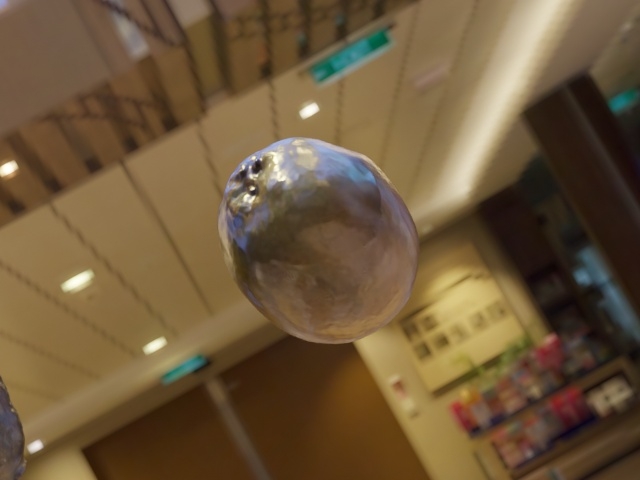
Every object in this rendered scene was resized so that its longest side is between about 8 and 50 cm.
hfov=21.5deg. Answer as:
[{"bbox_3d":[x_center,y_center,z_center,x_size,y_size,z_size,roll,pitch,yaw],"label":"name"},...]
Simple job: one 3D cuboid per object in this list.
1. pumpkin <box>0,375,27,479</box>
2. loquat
[{"bbox_3d":[-0.466,0.150,1.657,0.325,0.232,0.242,-3,20,20],"label":"pumpkin"},{"bbox_3d":[0.000,0.000,1.520,0.179,0.179,0.227,-30,-24,4],"label":"loquat"}]
